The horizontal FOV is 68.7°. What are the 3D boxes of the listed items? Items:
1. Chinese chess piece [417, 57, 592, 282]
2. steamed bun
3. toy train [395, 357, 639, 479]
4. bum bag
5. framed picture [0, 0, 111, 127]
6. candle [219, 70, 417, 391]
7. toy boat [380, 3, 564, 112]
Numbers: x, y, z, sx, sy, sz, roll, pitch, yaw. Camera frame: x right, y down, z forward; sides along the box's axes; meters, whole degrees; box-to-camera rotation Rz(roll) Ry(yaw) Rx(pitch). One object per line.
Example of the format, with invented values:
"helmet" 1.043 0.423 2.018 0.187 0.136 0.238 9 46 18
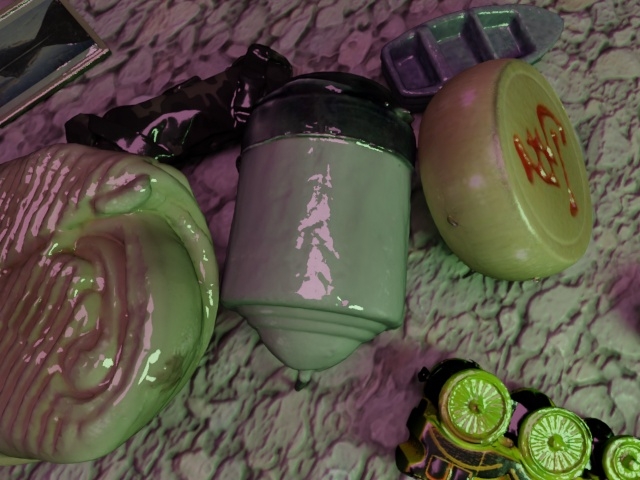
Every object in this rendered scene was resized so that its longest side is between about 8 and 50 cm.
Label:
"Chinese chess piece" 0.232 -0.083 0.571 0.273 0.102 0.273 12 72 -40
"steamed bun" -0.241 0.064 0.507 0.324 0.219 0.310 -14 70 21
"toy train" 0.238 0.252 0.543 0.296 0.100 0.161 23 82 5
"bum bag" -0.182 -0.171 0.659 0.340 0.095 0.144 -28 69 -15
"framed picture" -0.449 -0.286 0.713 0.203 0.015 0.150 -40 88 -12
"candle" 0.000 0.000 0.546 0.221 0.221 0.343 5 73 0
"toy boat" 0.230 -0.282 0.709 0.282 0.078 0.127 -19 74 -7
